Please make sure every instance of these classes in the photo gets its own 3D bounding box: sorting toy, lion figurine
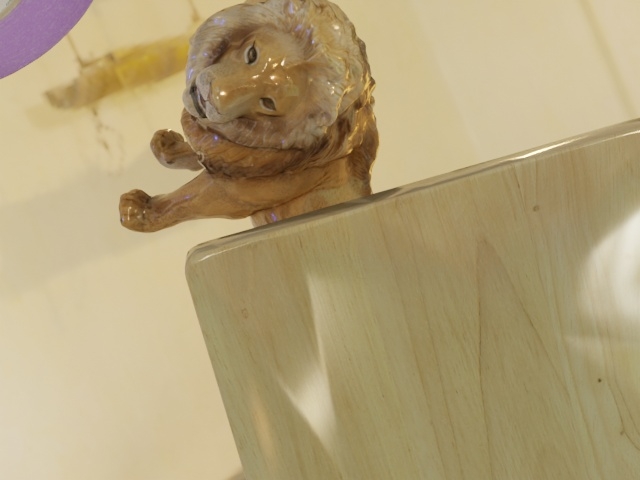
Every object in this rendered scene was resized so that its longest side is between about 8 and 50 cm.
[{"bbox_3d":[0.082,0.085,0.749,0.255,0.257,0.089,-16,14,-3],"label":"sorting toy"},{"bbox_3d":[0.000,0.000,1.029,0.240,0.392,0.142,-15,33,36],"label":"lion figurine"}]

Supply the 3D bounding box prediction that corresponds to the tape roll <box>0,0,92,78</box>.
[{"bbox_3d":[-0.269,-0.217,0.857,0.274,0.275,0.090,-24,50,7],"label":"tape roll"}]
